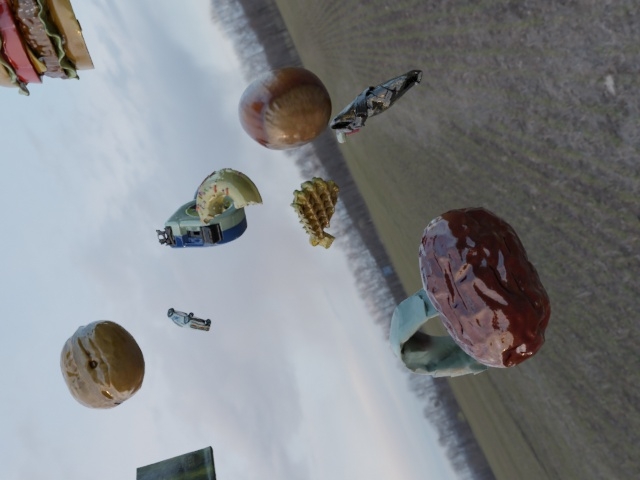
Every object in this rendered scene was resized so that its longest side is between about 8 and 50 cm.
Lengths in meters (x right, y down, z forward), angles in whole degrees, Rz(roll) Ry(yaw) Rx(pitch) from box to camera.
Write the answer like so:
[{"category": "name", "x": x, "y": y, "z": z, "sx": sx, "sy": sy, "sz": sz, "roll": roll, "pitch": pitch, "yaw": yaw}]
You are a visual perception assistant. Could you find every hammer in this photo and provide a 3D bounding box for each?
[{"category": "hammer", "x": 0.097, "y": -0.371, "z": 2.144, "sx": 0.031, "sy": 0.083, "sz": 0.052, "roll": -121, "pitch": 14, "yaw": -53}]

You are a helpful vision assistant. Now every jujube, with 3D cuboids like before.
[{"category": "jujube", "x": 0.247, "y": 0.068, "z": 0.952, "sx": 0.174, "sy": 0.174, "sz": 0.250, "roll": -13, "pitch": -101, "yaw": -86}]

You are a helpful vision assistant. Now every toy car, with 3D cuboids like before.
[{"category": "toy car", "x": -0.457, "y": 0.275, "z": 2.134, "sx": 0.095, "sy": 0.205, "sz": 0.056, "roll": 19, "pitch": -97, "yaw": -42}]

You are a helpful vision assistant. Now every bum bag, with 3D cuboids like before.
[{"category": "bum bag", "x": 0.127, "y": -0.327, "z": 1.445, "sx": 0.069, "sy": 0.248, "sz": 0.102, "roll": 61, "pitch": -164, "yaw": 18}]

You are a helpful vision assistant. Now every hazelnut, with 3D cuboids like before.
[{"category": "hazelnut", "x": -0.082, "y": -0.299, "z": 1.380, "sx": 0.176, "sy": 0.215, "sz": 0.214, "roll": 96, "pitch": 161, "yaw": -46}]

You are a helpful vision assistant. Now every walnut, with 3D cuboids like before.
[{"category": "walnut", "x": -0.546, "y": 0.308, "z": 1.548, "sx": 0.221, "sy": 0.195, "sz": 0.195, "roll": 62, "pitch": -176, "yaw": 5}]

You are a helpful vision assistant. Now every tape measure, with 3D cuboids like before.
[{"category": "tape measure", "x": -0.307, "y": -0.084, "z": 1.801, "sx": 0.351, "sy": 0.216, "sz": 0.097, "roll": -71, "pitch": -24, "yaw": -60}]

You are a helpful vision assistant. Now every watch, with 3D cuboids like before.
[{"category": "watch", "x": 0.275, "y": 0.185, "z": 1.262, "sx": 0.254, "sy": 0.241, "sz": 0.161, "roll": 20, "pitch": -144, "yaw": -18}]

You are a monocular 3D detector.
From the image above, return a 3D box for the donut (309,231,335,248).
[{"category": "donut", "x": 0.000, "y": 0.000, "z": 1.649, "sx": 0.067, "sy": 0.037, "sz": 0.083, "roll": 31, "pitch": -163, "yaw": -3}]

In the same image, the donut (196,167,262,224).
[{"category": "donut", "x": -0.220, "y": -0.105, "z": 1.398, "sx": 0.065, "sy": 0.166, "sz": 0.108, "roll": -44, "pitch": -65, "yaw": -58}]

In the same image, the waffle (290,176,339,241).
[{"category": "waffle", "x": -0.019, "y": -0.065, "z": 1.388, "sx": 0.046, "sy": 0.160, "sz": 0.192, "roll": 29, "pitch": -161, "yaw": 23}]

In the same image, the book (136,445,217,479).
[{"category": "book", "x": -0.275, "y": 0.505, "z": 1.195, "sx": 0.228, "sy": 0.160, "sz": 0.024, "roll": -119, "pitch": 17, "yaw": -61}]

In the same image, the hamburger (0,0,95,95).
[{"category": "hamburger", "x": -0.551, "y": -0.399, "z": 1.113, "sx": 0.274, "sy": 0.212, "sz": 0.274, "roll": 160, "pitch": 90, "yaw": -76}]
